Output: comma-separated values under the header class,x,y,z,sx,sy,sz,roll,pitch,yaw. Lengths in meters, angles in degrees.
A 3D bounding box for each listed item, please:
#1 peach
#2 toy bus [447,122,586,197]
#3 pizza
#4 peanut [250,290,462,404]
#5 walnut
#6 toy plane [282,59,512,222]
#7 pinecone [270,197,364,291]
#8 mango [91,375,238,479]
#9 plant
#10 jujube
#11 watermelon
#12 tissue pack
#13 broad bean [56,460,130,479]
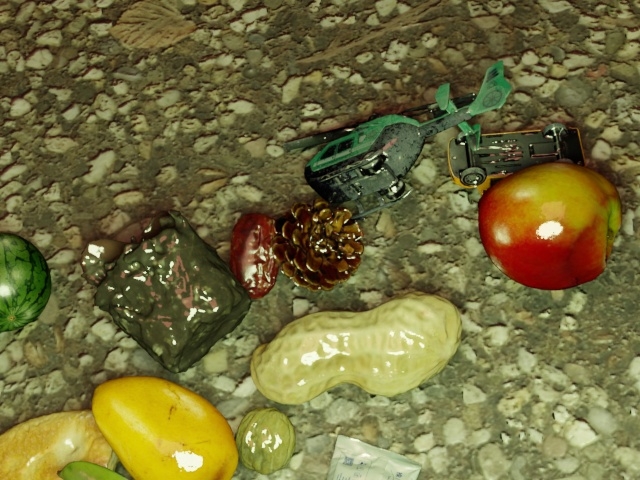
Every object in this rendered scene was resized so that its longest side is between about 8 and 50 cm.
class,x,y,z,sx,sy,sz,roll,pitch,yaw
peach,0.310,-0.021,1.552,0.197,0.197,0.197,-4,63,7
toy bus,0.286,-0.111,1.651,0.194,0.088,0.083,-4,56,4
pizza,-0.401,0.338,1.535,0.365,0.074,0.182,-31,60,-10
peanut,0.050,0.154,1.536,0.298,0.120,0.136,-11,57,6
walnut,-0.074,0.270,1.516,0.092,0.092,0.092,-4,63,7
toy plane,0.108,-0.146,1.643,0.381,0.106,0.155,-22,42,30
pinecone,0.001,0.002,1.606,0.140,0.120,0.140,11,67,-28
mango,-0.208,0.256,1.487,0.219,0.112,0.145,36,48,8
plant,-0.220,0.061,1.583,0.178,0.204,0.234,-41,73,2
jujube,-0.097,0.024,1.652,0.077,0.077,0.129,2,73,10
watermelon,-0.477,0.046,1.660,0.140,0.141,0.187,-25,58,-5
tissue pack,0.052,0.363,1.478,0.122,0.026,0.193,13,66,14
broad bean,-0.207,0.387,1.461,0.325,0.075,0.067,32,34,2
